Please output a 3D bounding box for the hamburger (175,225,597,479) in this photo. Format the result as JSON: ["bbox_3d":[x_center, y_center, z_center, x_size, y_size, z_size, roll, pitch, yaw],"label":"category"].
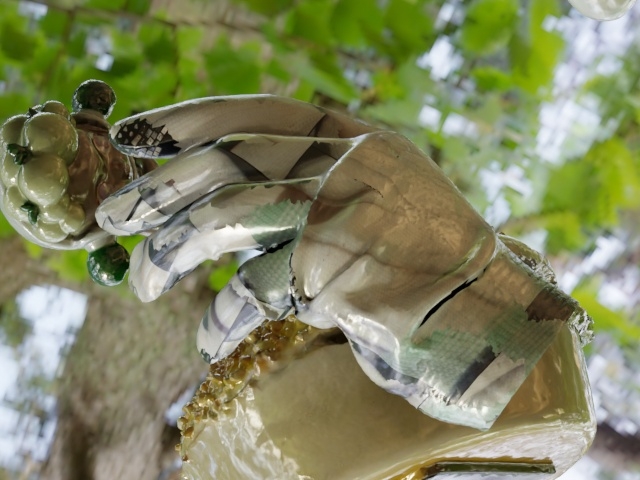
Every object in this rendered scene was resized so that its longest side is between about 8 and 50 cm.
[{"bbox_3d":[0.046,0.110,1.299,0.302,0.302,0.170,-11,-115,-29],"label":"hamburger"}]

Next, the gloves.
[{"bbox_3d":[0.002,-0.004,0.815,0.212,0.111,0.127,36,-130,8],"label":"gloves"}]

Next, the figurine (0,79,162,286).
[{"bbox_3d":[-0.146,-0.038,1.312,0.197,0.093,0.147,7,-111,-42],"label":"figurine"}]

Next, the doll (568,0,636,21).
[{"bbox_3d":[0.056,-0.111,0.379,0.162,0.106,0.062,45,-170,25],"label":"doll"}]
